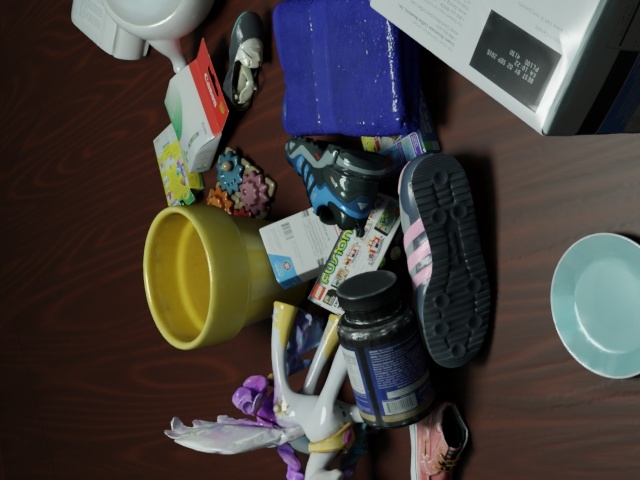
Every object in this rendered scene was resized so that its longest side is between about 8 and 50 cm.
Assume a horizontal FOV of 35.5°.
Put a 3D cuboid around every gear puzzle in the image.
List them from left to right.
[{"bbox_3d":[-0.193,-0.008,1.997,0.175,0.044,0.339,40,125,35],"label":"gear puzzle"}]

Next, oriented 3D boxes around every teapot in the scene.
[{"bbox_3d":[-0.302,-0.513,1.991,0.256,0.187,0.252,-44,77,16],"label":"teapot"}]

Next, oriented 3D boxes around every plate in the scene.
[{"bbox_3d":[0.376,0.083,1.287,0.188,0.024,0.188,11,104,53],"label":"plate"}]

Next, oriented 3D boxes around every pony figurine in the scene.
[{"bbox_3d":[-0.042,0.297,1.704,0.351,0.303,0.363,12,89,43],"label":"pony figurine"}]

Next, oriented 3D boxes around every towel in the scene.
[{"bbox_3d":[0.044,-0.279,1.589,0.308,0.076,0.228,9,108,52],"label":"towel"}]

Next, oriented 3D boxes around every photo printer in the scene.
[{"bbox_3d":[-0.450,-0.590,2.226,0.256,0.107,0.307,40,125,43],"label":"photo printer"}]

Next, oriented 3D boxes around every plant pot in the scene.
[{"bbox_3d":[-0.160,0.056,1.815,0.254,0.239,0.254,10,103,51],"label":"plant pot"}]

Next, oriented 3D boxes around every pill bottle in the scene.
[{"bbox_3d":[0.094,0.162,1.502,0.123,0.123,0.219,12,123,52],"label":"pill bottle"}]

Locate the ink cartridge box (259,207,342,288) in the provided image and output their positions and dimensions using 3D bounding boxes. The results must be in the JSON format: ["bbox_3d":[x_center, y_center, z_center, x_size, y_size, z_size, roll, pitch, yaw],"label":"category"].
[{"bbox_3d":[0.000,0.000,1.698,0.060,0.180,0.104,58,-169,-71],"label":"ink cartridge box"}]

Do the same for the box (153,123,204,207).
[{"bbox_3d":[-0.301,-0.153,2.140,0.105,0.043,0.179,-31,68,50],"label":"box"}]

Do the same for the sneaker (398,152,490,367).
[{"bbox_3d":[0.181,0.026,1.499,0.131,0.112,0.319,-149,54,-78],"label":"sneaker"}]

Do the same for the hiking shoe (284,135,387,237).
[{"bbox_3d":[0.004,-0.095,1.628,0.304,0.113,0.132,-150,70,-70],"label":"hiking shoe"}]

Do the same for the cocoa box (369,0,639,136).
[{"bbox_3d":[0.271,-0.306,1.205,0.347,0.228,0.231,47,129,39],"label":"cocoa box"}]

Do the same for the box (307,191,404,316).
[{"bbox_3d":[0.070,0.024,1.599,0.114,0.036,0.207,24,87,47],"label":"box"}]

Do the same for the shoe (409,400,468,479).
[{"bbox_3d":[0.184,0.335,1.538,0.081,0.063,0.178,-18,76,58],"label":"shoe"}]

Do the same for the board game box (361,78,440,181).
[{"bbox_3d":[0.110,-0.209,1.592,0.136,0.035,0.201,-28,72,51],"label":"board game box"}]

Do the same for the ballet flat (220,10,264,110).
[{"bbox_3d":[-0.138,-0.328,1.880,0.074,0.074,0.203,53,139,35],"label":"ballet flat"}]

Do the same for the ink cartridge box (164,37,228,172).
[{"bbox_3d":[-0.251,-0.266,2.005,0.225,0.056,0.181,119,134,-61],"label":"ink cartridge box"}]
